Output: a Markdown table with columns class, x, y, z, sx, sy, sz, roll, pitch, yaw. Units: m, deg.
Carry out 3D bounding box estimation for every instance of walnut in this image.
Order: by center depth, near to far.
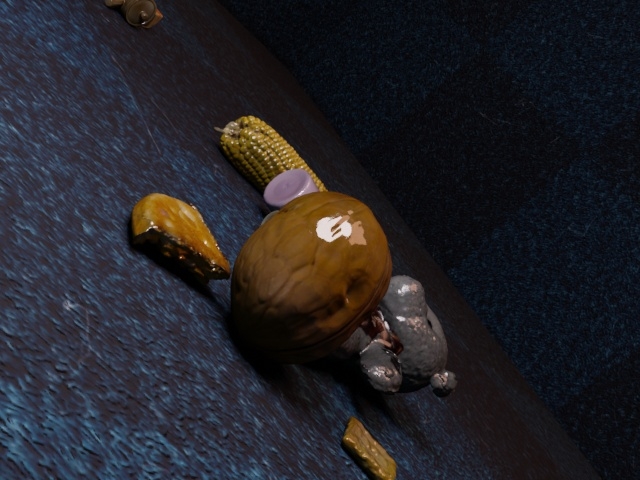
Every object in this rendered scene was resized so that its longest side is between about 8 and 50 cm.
| class | x | y | z | sx | sy | sz | roll | pitch | yaw |
| --- | --- | --- | --- | --- | --- | --- | --- | --- | --- |
| walnut | -0.013 | 0.042 | 1.031 | 0.167 | 0.207 | 0.167 | 40 | -14 | 12 |

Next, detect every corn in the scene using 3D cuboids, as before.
| class | x | y | z | sx | sy | sz | roll | pitch | yaw |
| --- | --- | --- | --- | --- | --- | --- | --- | --- | --- |
| corn | -0.065 | -0.113 | 1.687 | 0.310 | 0.101 | 0.101 | 45 | 11 | -22 |

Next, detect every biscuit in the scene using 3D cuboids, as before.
| class | x | y | z | sx | sy | sz | roll | pitch | yaw |
| --- | --- | --- | --- | --- | --- | --- | --- | --- | --- |
| biscuit | 0.057 | 0.248 | 1.076 | 0.083 | 0.018 | 0.081 | 48 | 10 | -2 |

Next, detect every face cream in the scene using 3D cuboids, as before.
| class | x | y | z | sx | sy | sz | roll | pitch | yaw |
| --- | --- | --- | --- | --- | --- | --- | --- | --- | --- |
| face cream | 0.000 | 0.000 | 1.622 | 0.274 | 0.096 | 0.154 | 58 | 0 | -36 |

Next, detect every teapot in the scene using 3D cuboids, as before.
| class | x | y | z | sx | sy | sz | roll | pitch | yaw |
| --- | --- | --- | --- | --- | --- | --- | --- | --- | --- |
| teapot | -0.369 | -0.467 | 1.790 | 0.110 | 0.085 | 0.080 | 2 | 43 | -50 |

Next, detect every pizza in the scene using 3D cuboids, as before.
| class | x | y | z | sx | sy | sz | roll | pitch | yaw |
| --- | --- | --- | --- | --- | --- | --- | --- | --- | --- |
| pizza | -0.154 | 0.000 | 1.029 | 0.131 | 0.041 | 0.178 | 44 | 10 | -14 |

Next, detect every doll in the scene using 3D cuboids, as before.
| class | x | y | z | sx | sy | sz | roll | pitch | yaw |
| --- | --- | --- | --- | --- | --- | --- | --- | --- | --- |
| doll | 0.065 | 0.103 | 1.250 | 0.340 | 0.158 | 0.246 | 38 | 12 | -45 |

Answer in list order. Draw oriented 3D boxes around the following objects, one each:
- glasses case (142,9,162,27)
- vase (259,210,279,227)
| class | x | y | z | sx | sy | sz | roll | pitch | yaw |
| --- | --- | --- | --- | --- | --- | --- | --- | --- | --- |
| glasses case | -0.403 | -0.516 | 1.926 | 0.170 | 0.041 | 0.064 | 52 | 22 | 16 |
| vase | -0.049 | 0.001 | 1.463 | 0.100 | 0.053 | 0.053 | 45 | 10 | -42 |
